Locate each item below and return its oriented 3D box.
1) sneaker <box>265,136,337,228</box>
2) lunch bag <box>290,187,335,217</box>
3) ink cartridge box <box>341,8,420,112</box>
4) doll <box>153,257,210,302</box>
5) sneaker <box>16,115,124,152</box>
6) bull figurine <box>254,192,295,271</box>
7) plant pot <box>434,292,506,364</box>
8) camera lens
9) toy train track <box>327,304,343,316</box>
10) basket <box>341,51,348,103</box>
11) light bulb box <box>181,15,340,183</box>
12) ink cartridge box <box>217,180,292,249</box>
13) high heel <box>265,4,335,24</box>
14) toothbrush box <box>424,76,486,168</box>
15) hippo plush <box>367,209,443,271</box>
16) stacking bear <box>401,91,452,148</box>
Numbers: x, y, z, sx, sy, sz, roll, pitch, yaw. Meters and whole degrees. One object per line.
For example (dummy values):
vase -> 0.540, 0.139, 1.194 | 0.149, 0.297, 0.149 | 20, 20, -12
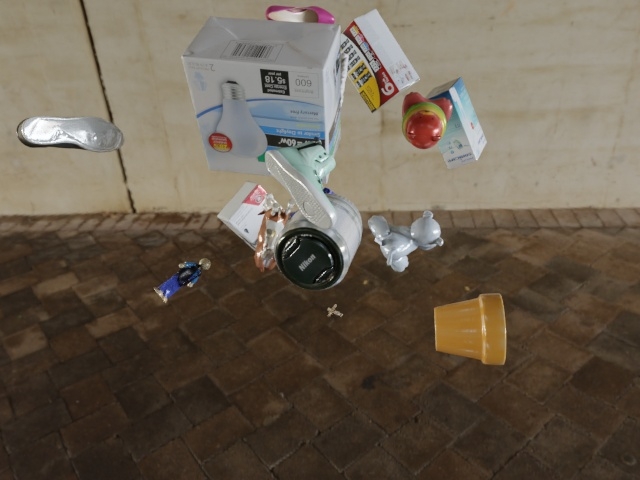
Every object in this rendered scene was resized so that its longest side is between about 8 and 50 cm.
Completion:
sneaker -> -0.003, -0.145, 1.208 | 0.151, 0.094, 0.255 | -24, 61, -26
lunch bag -> -0.027, -0.112, 2.389 | 0.138, 0.221, 0.293 | 40, 81, 14
ink cartridge box -> 0.190, -0.674, 2.009 | 0.130, 0.309, 0.272 | -37, 6, -27
doll -> -0.432, 0.119, 1.643 | 0.189, 0.129, 0.046 | -38, 61, -17
sneaker -> -0.746, -0.319, 1.530 | 0.147, 0.104, 0.296 | 12, 11, 41
bull figurine -> -0.165, -0.045, 1.808 | 0.101, 0.188, 0.310 | 11, 64, -16
plant pot -> 0.431, 0.258, 1.508 | 0.188, 0.205, 0.205 | -2, 28, 13
camera lens -> 0.000, 0.000, 1.528 | 0.220, 0.219, 0.274 | 4, 28, 15
toy train track -> 0.051, 0.239, 1.700 | 0.014, 0.048, 0.083 | 33, 1, 41
basket -> -0.095, -0.466, 1.740 | 0.329, 0.266, 0.331 | 10, 49, -1
light bulb box -> -0.134, -0.370, 1.383 | 0.359, 0.360, 0.225 | 8, 50, 10
ink cartridge box -> -0.250, -0.080, 2.119 | 0.197, 0.273, 0.114 | -52, 35, -11
high heel -> -0.070, -0.780, 1.805 | 0.244, 0.082, 0.117 | 11, 31, -7
toothbrush box -> 0.531, -0.463, 2.039 | 0.126, 0.295, 0.216 | -15, 20, 35
hippo plush -> 0.334, -0.034, 2.000 | 0.237, 0.294, 0.234 | -28, 72, 8
stacking bear -> 0.350, -0.389, 1.741 | 0.176, 0.164, 0.289 | 13, 26, 6
